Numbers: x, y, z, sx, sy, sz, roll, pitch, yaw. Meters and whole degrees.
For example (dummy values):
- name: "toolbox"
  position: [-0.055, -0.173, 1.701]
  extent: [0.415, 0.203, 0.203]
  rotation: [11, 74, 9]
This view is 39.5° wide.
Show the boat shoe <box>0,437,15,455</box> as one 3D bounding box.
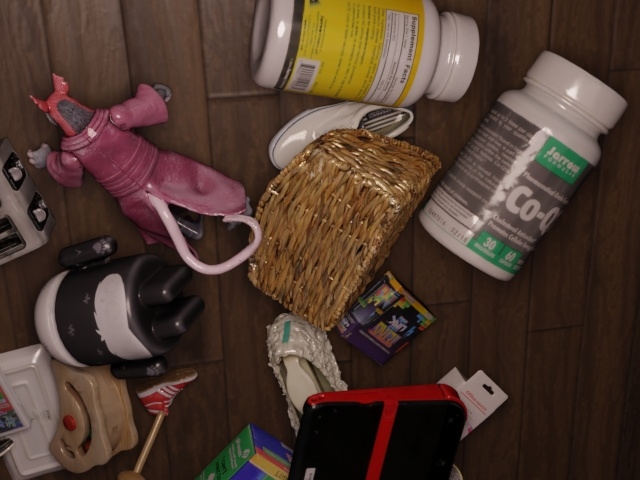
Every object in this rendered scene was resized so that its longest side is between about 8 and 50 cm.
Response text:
- name: "boat shoe"
  position: [-0.601, 0.376, 1.597]
  extent: [0.125, 0.046, 0.038]
  rotation: [-24, 99, 26]

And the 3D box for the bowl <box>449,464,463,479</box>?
- name: "bowl"
  position: [0.197, 0.488, 1.819]
  extent: [0.170, 0.080, 0.170]
  rotation: [-5, 114, -11]

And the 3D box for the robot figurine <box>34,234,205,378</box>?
- name: "robot figurine"
  position: [-0.333, 0.114, 1.464]
  extent: [0.278, 0.209, 0.173]
  rotation: [-12, 160, 23]

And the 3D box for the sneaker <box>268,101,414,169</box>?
- name: "sneaker"
  position: [0.035, -0.186, 1.497]
  extent: [0.258, 0.091, 0.094]
  rotation: [-26, 115, -2]

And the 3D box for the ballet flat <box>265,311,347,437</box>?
- name: "ballet flat"
  position: [-0.006, 0.323, 1.675]
  extent: [0.147, 0.147, 0.409]
  rotation: [-25, 115, -2]

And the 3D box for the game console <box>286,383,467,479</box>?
- name: "game console"
  position: [0.092, 0.445, 1.673]
  extent: [0.342, 0.060, 0.386]
  rotation: [2, 112, -23]

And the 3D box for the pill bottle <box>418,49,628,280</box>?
- name: "pill bottle"
  position: [0.346, -0.128, 1.530]
  extent: [0.204, 0.204, 0.361]
  rotation: [28, 104, -22]

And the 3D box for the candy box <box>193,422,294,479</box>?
- name: "candy box"
  position: [-0.140, 0.555, 1.747]
  extent: [0.268, 0.122, 0.317]
  rotation: [39, 98, -24]

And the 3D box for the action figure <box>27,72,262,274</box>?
- name: "action figure"
  position: [-0.301, -0.101, 1.372]
  extent: [0.248, 0.275, 0.370]
  rotation: [-40, 129, 12]

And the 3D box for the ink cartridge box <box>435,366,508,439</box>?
- name: "ink cartridge box"
  position: [0.270, 0.330, 1.781]
  extent: [0.181, 0.061, 0.104]
  rotation: [-42, 116, 7]

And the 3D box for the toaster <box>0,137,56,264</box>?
- name: "toaster"
  position: [-0.540, -0.049, 1.413]
  extent: [0.186, 0.110, 0.168]
  rotation: [-24, 114, -2]

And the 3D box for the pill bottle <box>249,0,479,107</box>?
- name: "pill bottle"
  position: [0.068, -0.311, 1.401]
  extent: [0.334, 0.188, 0.188]
  rotation: [6, 110, -16]

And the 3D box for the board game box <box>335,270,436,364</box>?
- name: "board game box"
  position: [0.119, 0.146, 1.640]
  extent: [0.141, 0.048, 0.170]
  rotation: [-42, 141, 6]

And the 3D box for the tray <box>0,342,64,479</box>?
- name: "tray"
  position: [-0.528, 0.321, 1.613]
  extent: [0.145, 0.030, 0.270]
  rotation: [-15, 115, -8]

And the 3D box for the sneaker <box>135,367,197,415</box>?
- name: "sneaker"
  position: [-0.274, 0.282, 1.647]
  extent: [0.118, 0.042, 0.067]
  rotation: [-20, 111, 4]

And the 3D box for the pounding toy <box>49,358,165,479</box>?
- name: "pounding toy"
  position: [-0.389, 0.320, 1.607]
  extent: [0.154, 0.155, 0.269]
  rotation: [-2, 102, 35]

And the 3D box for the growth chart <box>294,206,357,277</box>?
- name: "growth chart"
  position: [0.000, 0.000, 1.607]
  extent: [0.172, 0.021, 0.237]
  rotation: [24, 106, -22]

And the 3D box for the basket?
- name: "basket"
  position: [0.024, -0.043, 1.489]
  extent: [0.213, 0.223, 0.299]
  rotation: [33, 124, 8]

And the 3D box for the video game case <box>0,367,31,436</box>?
- name: "video game case"
  position: [-0.635, 0.279, 1.553]
  extent: [0.201, 0.023, 0.183]
  rotation: [-17, 113, 6]
